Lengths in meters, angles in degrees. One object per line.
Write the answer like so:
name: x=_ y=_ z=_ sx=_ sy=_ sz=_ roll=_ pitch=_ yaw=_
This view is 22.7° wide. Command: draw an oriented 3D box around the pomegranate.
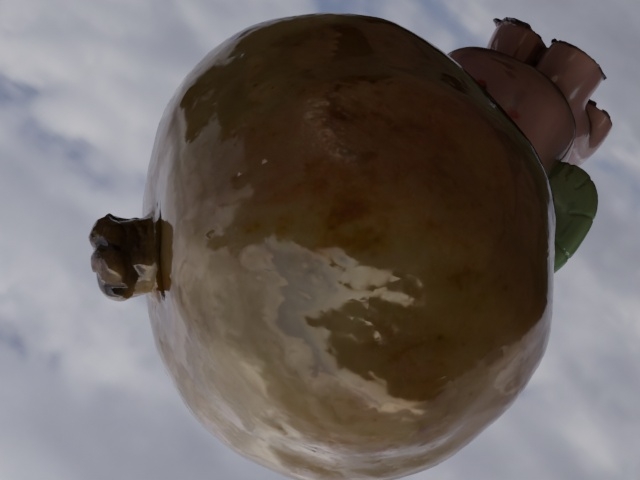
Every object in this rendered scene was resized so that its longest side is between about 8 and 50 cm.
pomegranate: x=0.000 y=0.000 z=1.363 sx=0.412 sy=0.411 sz=0.411 roll=31 pitch=-154 yaw=-17

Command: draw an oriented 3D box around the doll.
doll: x=0.176 y=-0.085 z=1.652 sx=0.284 sy=0.268 sz=0.216 roll=29 pitch=164 yaw=29
